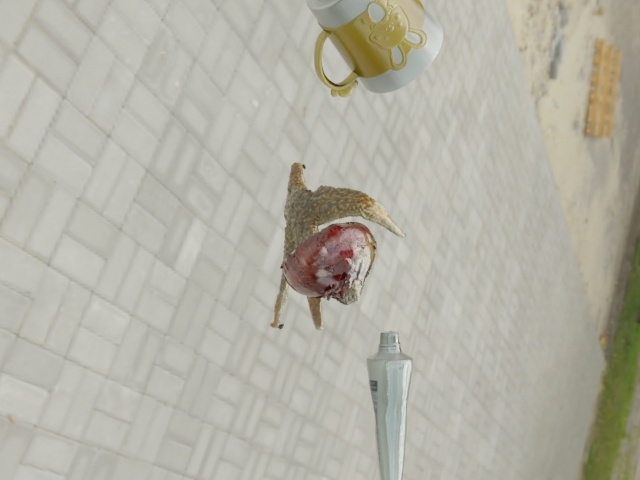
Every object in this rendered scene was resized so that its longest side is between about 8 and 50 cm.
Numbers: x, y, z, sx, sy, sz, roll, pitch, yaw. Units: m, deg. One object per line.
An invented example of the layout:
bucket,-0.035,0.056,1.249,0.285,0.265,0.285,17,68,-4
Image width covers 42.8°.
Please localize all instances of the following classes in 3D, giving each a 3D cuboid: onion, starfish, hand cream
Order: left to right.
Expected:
starfish,-0.008,-0.004,1.675,0.132,0.398,0.384,16,80,-35
onion,0.022,0.048,1.438,0.184,0.184,0.147,9,54,-62
hand cream,0.118,0.319,1.344,0.124,0.077,0.341,-4,92,-89

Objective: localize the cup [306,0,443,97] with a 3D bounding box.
cup,0.077,-0.383,1.500,0.241,0.185,0.226,-47,128,1
